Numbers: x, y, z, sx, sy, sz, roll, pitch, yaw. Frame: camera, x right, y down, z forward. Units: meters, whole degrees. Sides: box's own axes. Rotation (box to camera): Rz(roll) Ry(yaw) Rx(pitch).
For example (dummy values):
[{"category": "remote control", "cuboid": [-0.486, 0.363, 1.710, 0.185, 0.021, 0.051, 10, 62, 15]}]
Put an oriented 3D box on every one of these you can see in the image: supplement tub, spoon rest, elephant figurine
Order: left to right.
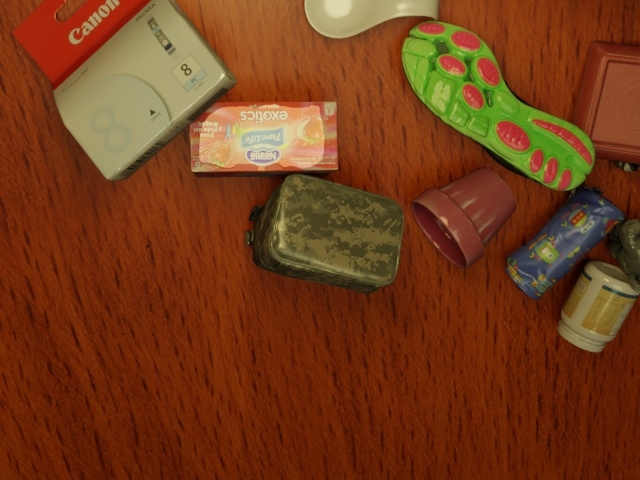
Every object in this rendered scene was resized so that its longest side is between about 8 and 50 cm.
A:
[{"category": "spoon rest", "cuboid": [0.105, -0.479, 1.380, 0.277, 0.084, 0.137, 1, 108, 2]}, {"category": "supplement tub", "cuboid": [0.700, 0.166, 1.727, 0.144, 0.144, 0.199, 15, 112, -13]}, {"category": "elephant figurine", "cuboid": [0.835, -0.010, 1.649, 0.240, 0.169, 0.185, -10, 109, 2]}]

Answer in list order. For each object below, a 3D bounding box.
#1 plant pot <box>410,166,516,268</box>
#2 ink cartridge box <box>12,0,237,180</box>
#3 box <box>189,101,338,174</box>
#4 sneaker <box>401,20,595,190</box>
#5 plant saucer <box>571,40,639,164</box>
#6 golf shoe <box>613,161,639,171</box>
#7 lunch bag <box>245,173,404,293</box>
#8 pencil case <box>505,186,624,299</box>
[{"category": "plant pot", "cuboid": [0.338, -0.064, 1.564, 0.180, 0.201, 0.201, -37, 114, -6]}, {"category": "ink cartridge box", "cuboid": [-0.397, -0.357, 1.313, 0.308, 0.091, 0.385, -39, 90, 11]}, {"category": "box", "cuboid": [-0.120, -0.209, 1.435, 0.300, 0.154, 0.142, -2, 91, -7]}, {"category": "sneaker", "cuboid": [0.357, -0.271, 1.469, 0.483, 0.202, 0.185, 42, 89, -3]}, {"category": "plant saucer", "cuboid": [0.706, -0.297, 1.513, 0.259, 0.048, 0.258, 10, 107, 9]}, {"category": "golf shoe", "cuboid": [0.775, -0.231, 1.590, 0.067, 0.086, 0.186, 36, 104, -18]}, {"category": "lunch bag", "cuboid": [0.000, 0.000, 1.516, 0.305, 0.256, 0.212, 13, 72, -14]}, {"category": "pencil case", "cuboid": [0.581, 0.001, 1.652, 0.133, 0.119, 0.306, 45, 105, 15]}]
